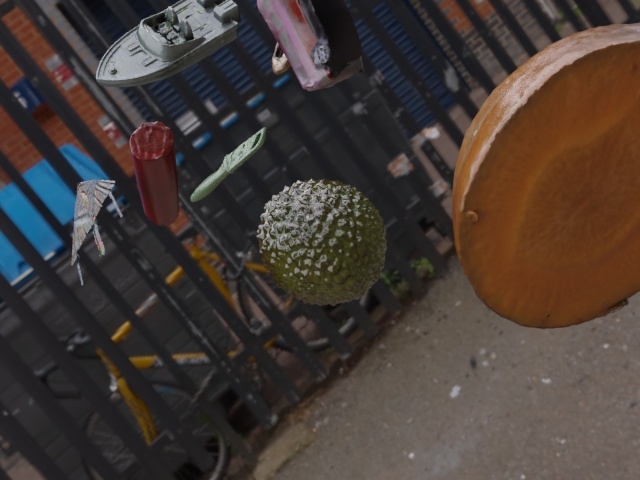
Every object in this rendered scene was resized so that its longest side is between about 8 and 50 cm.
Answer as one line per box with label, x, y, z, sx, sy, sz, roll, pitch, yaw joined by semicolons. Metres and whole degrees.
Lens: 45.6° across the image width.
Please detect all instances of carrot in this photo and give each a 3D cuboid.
carrot;0.254;-0.056;0.732;0.100;0.258;0.307;-99;22;-53

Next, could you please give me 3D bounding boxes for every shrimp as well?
shrimp;-0.079;-0.455;1.791;0.095;0.045;0.163;134;148;-53

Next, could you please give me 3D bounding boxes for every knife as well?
knife;-0.167;-0.128;1.342;0.293;0.019;0.043;-29;51;52

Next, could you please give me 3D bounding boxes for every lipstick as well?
lipstick;-0.271;-0.103;1.264;0.073;0.073;0.280;-41;-9;-19

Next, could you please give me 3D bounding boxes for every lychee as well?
lychee;0.003;0.004;1.521;0.269;0.270;0.320;-35;14;17

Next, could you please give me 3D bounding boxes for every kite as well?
kite;-0.360;-0.035;1.198;0.010;0.160;0.183;7;-48;-42

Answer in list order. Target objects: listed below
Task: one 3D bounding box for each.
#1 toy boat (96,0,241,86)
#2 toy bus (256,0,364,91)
toy boat;-0.313;-0.399;1.528;0.319;0.141;0.092;-37;-26;-18
toy bus;-0.025;-0.480;1.662;0.147;0.303;0.127;-24;4;43
